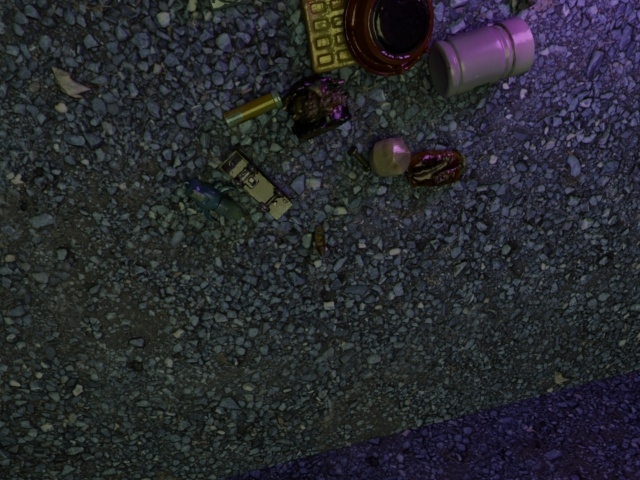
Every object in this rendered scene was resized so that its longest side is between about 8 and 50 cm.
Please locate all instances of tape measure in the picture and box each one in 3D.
[{"bbox_3d":[-0.224,-0.865,1.613,0.331,0.084,0.164,-17,122,-1],"label":"tape measure"}]

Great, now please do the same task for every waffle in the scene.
[{"bbox_3d":[0.030,-0.744,1.738,0.168,0.057,0.274,-13,117,-5],"label":"waffle"}]

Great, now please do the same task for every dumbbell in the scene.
[{"bbox_3d":[0.162,-0.329,1.967,0.046,0.052,0.118,-39,118,22],"label":"dumbbell"}]

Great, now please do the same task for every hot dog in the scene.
[{"bbox_3d":[0.479,-0.299,2.032,0.271,0.082,0.162,-8,118,-9],"label":"hot dog"}]

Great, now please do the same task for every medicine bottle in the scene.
[{"bbox_3d":[-0.249,-0.488,1.798,0.218,0.074,0.073,-23,118,2],"label":"medicine bottle"},{"bbox_3d":[0.587,-0.675,1.800,0.326,0.212,0.212,-19,117,-2],"label":"medicine bottle"}]

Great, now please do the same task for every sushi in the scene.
[{"bbox_3d":[-0.019,-0.490,1.774,0.238,0.225,0.218,-40,109,-38],"label":"sushi"}]

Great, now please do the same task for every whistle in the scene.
[{"bbox_3d":[-0.420,-0.160,1.917,0.269,0.093,0.180,31,112,-29],"label":"whistle"}]

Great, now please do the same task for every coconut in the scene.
[{"bbox_3d":[0.284,-0.331,1.924,0.162,0.161,0.161,-2,121,26],"label":"coconut"}]

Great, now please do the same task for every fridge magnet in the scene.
[{"bbox_3d":[0.251,-0.767,1.709,0.364,0.155,0.363,-9,114,-21],"label":"fridge magnet"}]

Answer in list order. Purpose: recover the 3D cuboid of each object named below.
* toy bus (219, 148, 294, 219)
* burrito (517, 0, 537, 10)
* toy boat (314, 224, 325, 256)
[{"bbox_3d":[-0.245,-0.224,1.893,0.113,0.139,0.302,-43,108,10],"label":"toy bus"},{"bbox_3d":[0.715,-0.991,1.755,0.096,0.066,0.309,-32,118,-1],"label":"burrito"},{"bbox_3d":[0.000,0.000,2.094,0.047,0.049,0.149,-11,117,-6],"label":"toy boat"}]
